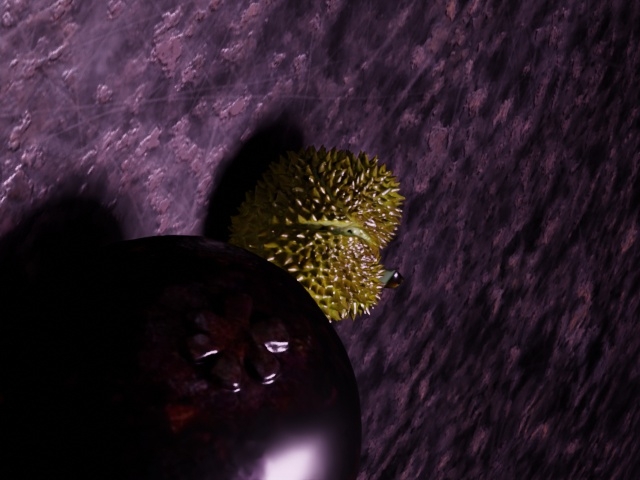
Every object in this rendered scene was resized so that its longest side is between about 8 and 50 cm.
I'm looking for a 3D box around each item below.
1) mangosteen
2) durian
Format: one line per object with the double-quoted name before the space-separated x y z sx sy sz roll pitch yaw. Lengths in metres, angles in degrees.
"mangosteen" -0.109 0.156 1.528 0.297 0.297 0.313 -41 143 -43
"durian" -0.003 -0.013 1.775 0.198 0.146 0.159 -48 151 -61
